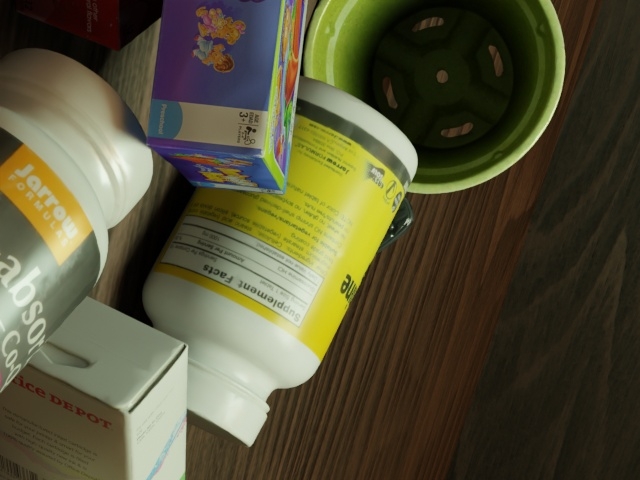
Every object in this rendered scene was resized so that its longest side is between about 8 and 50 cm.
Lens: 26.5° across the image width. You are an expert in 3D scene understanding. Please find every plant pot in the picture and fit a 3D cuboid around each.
[{"bbox_3d":[0.135,-0.193,1.553,0.254,0.276,0.276,-18,130,-82],"label":"plant pot"}]

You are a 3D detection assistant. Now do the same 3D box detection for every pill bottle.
[{"bbox_3d":[-0.232,0.012,0.831,0.278,0.162,0.162,-53,158,-37],"label":"pill bottle"},{"bbox_3d":[-0.055,0.021,1.323,0.334,0.188,0.188,-62,162,-13],"label":"pill bottle"}]

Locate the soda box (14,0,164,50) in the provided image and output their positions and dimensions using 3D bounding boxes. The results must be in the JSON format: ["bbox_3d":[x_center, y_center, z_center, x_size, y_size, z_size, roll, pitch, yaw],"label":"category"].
[{"bbox_3d":[-0.143,-0.261,0.870,0.083,0.092,0.263,-51,156,-44],"label":"soda box"}]

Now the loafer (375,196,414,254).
[{"bbox_3d":[0.000,0.000,1.482,0.076,0.223,0.078,67,17,1],"label":"loafer"}]

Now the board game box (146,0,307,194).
[{"bbox_3d":[-0.049,-0.218,0.976,0.233,0.078,0.347,64,33,-86],"label":"board game box"}]

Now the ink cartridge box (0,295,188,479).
[{"bbox_3d":[-0.196,0.151,1.123,0.093,0.154,0.212,-52,157,-40],"label":"ink cartridge box"}]
